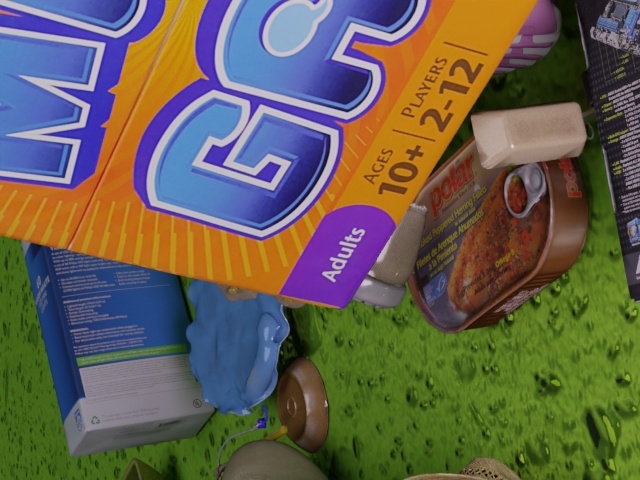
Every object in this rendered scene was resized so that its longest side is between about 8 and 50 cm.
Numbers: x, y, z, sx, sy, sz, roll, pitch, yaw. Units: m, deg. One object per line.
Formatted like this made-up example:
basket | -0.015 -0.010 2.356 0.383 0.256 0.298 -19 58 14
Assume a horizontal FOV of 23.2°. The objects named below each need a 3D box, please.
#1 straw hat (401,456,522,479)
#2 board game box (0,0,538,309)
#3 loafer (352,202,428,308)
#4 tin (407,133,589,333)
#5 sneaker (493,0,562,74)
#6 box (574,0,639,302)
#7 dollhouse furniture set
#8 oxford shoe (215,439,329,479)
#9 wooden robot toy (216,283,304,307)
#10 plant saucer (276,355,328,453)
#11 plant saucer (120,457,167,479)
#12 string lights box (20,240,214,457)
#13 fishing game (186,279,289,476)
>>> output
straw hat | 0.108 0.178 1.018 0.144 0.144 0.061 116 180 -46
board game box | -0.096 -0.236 0.883 0.357 0.356 0.356 -59 29 34
loafer | -0.003 -0.056 1.107 0.251 0.094 0.087 47 109 34
tin | 0.111 -0.009 1.015 0.189 0.040 0.106 -45 60 57
sneaker | 0.069 -0.153 1.014 0.236 0.095 0.105 170 101 -64
box | 0.229 -0.097 0.735 0.270 0.060 0.216 -24 73 62
dollhouse furniture set | 0.124 -0.078 0.890 0.081 0.114 0.091 152 107 -66
oxford shoe | 0.009 0.239 1.132 0.397 0.140 0.147 -126 40 -59
wooden robot toy | 0.000 0.000 1.220 0.173 0.076 0.079 -24 31 38
plant saucer | -0.019 0.141 1.324 0.083 0.015 0.083 22 115 60
plant saucer | -0.175 0.348 1.642 0.188 0.045 0.188 -58 45 50
string lights box | -0.208 0.074 1.554 0.077 0.133 0.260 -53 48 54
fishing game | -0.067 0.065 1.382 0.189 0.041 0.264 -44 50 49
